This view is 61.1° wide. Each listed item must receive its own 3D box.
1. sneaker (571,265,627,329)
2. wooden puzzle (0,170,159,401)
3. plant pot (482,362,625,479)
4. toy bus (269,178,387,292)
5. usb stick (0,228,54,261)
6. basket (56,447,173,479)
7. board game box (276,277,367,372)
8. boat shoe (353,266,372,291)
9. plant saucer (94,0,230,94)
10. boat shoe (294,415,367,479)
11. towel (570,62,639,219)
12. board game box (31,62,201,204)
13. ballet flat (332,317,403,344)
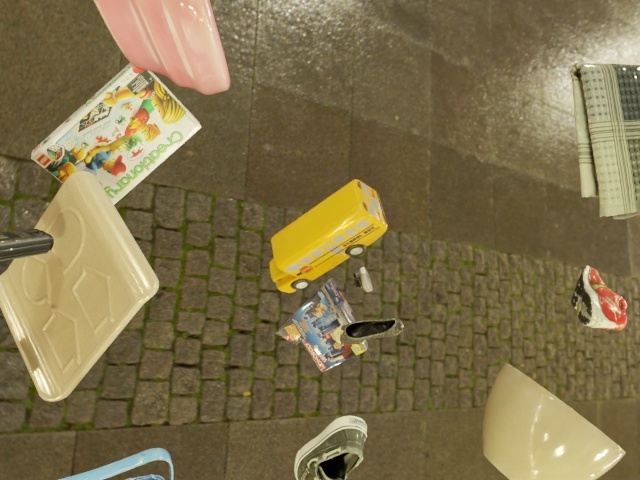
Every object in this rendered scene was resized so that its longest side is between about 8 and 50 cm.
[{"bbox_3d":[0.751,0.162,1.452,0.279,0.119,0.107,-53,154,-60],"label":"sneaker"},{"bbox_3d":[-0.481,0.089,1.074,0.322,0.348,0.081,52,18,22],"label":"wooden puzzle"},{"bbox_3d":[0.462,0.429,1.164,0.284,0.284,0.191,39,88,-25],"label":"plant pot"},{"bbox_3d":[0.000,0.000,1.277,0.130,0.333,0.108,25,42,-44],"label":"toy bus"},{"bbox_3d":[-0.595,0.018,0.919,0.278,0.077,0.045,-17,118,-60],"label":"usb stick"},{"bbox_3d":[-0.368,0.492,0.911,0.255,0.201,0.288,-10,123,-20],"label":"basket"},{"bbox_3d":[-0.005,0.227,1.380,0.194,0.194,0.060,59,25,0],"label":"board game box"},{"bbox_3d":[0.109,0.108,1.427,0.040,0.142,0.049,-27,99,7],"label":"boat shoe"},{"bbox_3d":[-0.166,-0.284,0.464,0.084,0.332,0.331,-18,95,-5],"label":"plant saucer"},{"bbox_3d":[0.010,0.376,0.910,0.078,0.219,0.070,19,40,-11],"label":"boat shoe"},{"bbox_3d":[0.660,-0.212,1.150,0.313,0.056,0.323,-8,88,-27],"label":"towel"},{"bbox_3d":[-0.442,-0.223,1.190,0.305,0.053,0.193,-41,127,2],"label":"board game box"},{"bbox_3d":[0.105,0.200,1.237,0.049,0.173,0.057,53,31,-45],"label":"ballet flat"}]
